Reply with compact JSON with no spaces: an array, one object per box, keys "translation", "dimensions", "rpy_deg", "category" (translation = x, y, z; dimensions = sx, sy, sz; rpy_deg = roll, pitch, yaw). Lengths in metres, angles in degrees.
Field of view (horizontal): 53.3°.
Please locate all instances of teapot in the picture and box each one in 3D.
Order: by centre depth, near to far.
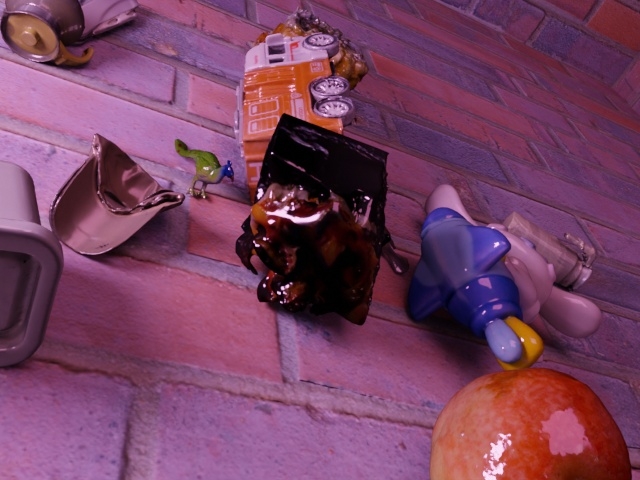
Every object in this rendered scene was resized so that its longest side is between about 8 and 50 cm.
[{"translation":[-0.460,-0.362,1.083],"dimensions":[0.165,0.130,0.119],"rpy_deg":[47,37,-39],"category":"teapot"},{"translation":[0.480,0.014,1.341],"dimensions":[0.200,0.107,0.077],"rpy_deg":[33,31,2],"category":"teapot"}]

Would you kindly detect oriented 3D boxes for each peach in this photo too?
[{"translation":[0.236,0.274,0.714],"dimensions":[0.232,0.232,0.256],"rpy_deg":[19,25,-18],"category":"peach"}]

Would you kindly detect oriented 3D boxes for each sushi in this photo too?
[{"translation":[0.001,-0.001,0.877],"dimensions":[0.215,0.227,0.212],"rpy_deg":[18,42,-10],"category":"sushi"},{"translation":[-0.024,-0.433,1.481],"dimensions":[0.274,0.139,0.184],"rpy_deg":[25,32,-22],"category":"sushi"}]

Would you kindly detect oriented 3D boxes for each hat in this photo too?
[{"translation":[-0.288,-0.050,0.864],"dimensions":[0.147,0.085,0.175],"rpy_deg":[41,56,-6],"category":"hat"}]

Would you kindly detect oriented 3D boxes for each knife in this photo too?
[{"translation":[-0.434,-0.442,1.260],"dimensions":[0.073,0.040,0.265],"rpy_deg":[37,33,-9],"category":"knife"}]

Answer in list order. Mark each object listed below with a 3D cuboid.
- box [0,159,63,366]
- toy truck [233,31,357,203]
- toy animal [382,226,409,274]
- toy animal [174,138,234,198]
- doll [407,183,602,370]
[{"translation":[-0.426,-0.005,0.611],"dimensions":[0.312,0.175,0.182],"rpy_deg":[9,31,-31],"category":"box"},{"translation":[-0.053,-0.230,1.158],"dimensions":[0.207,0.173,0.387],"rpy_deg":[-5,40,-2],"category":"toy truck"},{"translation":[0.079,-0.027,1.132],"dimensions":[0.105,0.070,0.202],"rpy_deg":[17,32,-44],"category":"toy animal"},{"translation":[-0.197,-0.110,1.017],"dimensions":[0.041,0.075,0.217],"rpy_deg":[8,12,-36],"category":"toy animal"},{"translation":[0.285,0.052,1.066],"dimensions":[0.376,0.187,0.365],"rpy_deg":[25,22,24],"category":"doll"}]
